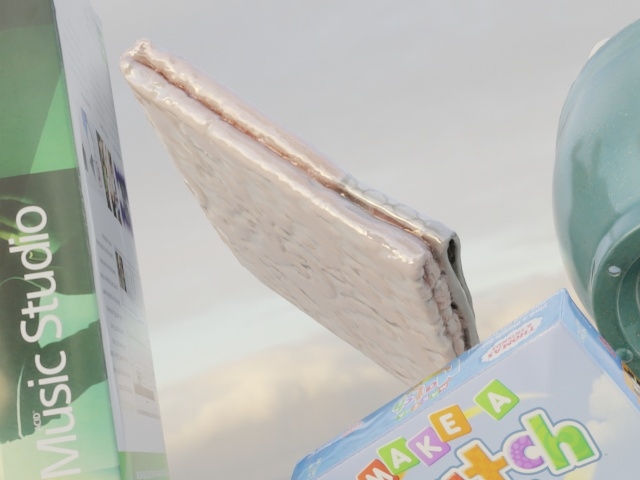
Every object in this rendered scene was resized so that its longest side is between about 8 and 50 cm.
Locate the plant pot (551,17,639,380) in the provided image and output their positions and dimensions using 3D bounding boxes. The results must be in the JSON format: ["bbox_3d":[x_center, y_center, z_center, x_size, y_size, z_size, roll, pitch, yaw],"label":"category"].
[{"bbox_3d":[0.297,-0.003,1.168,0.293,0.293,0.196,-19,27,31],"label":"plant pot"}]

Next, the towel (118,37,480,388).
[{"bbox_3d":[0.000,0.000,1.318,0.053,0.317,0.332,-49,-27,-14],"label":"towel"}]

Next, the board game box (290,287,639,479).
[{"bbox_3d":[0.112,0.146,0.745,0.160,0.211,0.039,-36,13,24],"label":"board game box"}]

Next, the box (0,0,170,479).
[{"bbox_3d":[-0.122,0.019,0.782,0.059,0.322,0.232,-10,-8,-2],"label":"box"}]

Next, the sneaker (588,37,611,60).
[{"bbox_3d":[0.340,-0.169,1.614,0.158,0.061,0.065,21,14,-6],"label":"sneaker"}]
